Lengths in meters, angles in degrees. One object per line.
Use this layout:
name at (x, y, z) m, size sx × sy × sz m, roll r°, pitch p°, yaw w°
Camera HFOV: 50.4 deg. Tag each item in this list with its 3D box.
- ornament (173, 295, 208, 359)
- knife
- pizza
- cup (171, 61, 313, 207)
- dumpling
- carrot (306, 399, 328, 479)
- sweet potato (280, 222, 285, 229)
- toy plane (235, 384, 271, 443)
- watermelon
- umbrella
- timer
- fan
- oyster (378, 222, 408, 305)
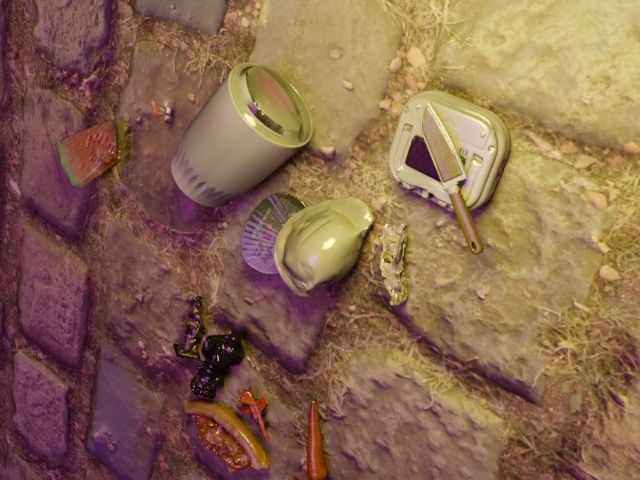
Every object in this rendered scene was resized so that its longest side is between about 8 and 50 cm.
ornament at (-0.404, 0.268, 2.162) m, size 0.081 × 0.088 × 0.203 m, roll 32°, pitch 111°, yaw 63°
knife at (0.286, -0.135, 1.450) m, size 0.061 × 0.027 × 0.343 m, roll -24°, pitch 87°, yaw 39°
pizza at (-0.307, 0.632, 2.176) m, size 0.365 × 0.074 × 0.182 m, roll 36°, pitch 112°, yaw 26°
cup at (-0.212, -0.262, 1.770) m, size 0.371 × 0.253 × 0.253 m, roll -37°, pitch 79°, yaw 41°
dumpling at (0.000, 0.004, 1.746) m, size 0.227 × 0.243 × 0.175 m, roll 43°, pitch 152°, yaw 32°
carrot at (-0.018, 0.584, 1.959) m, size 0.061 × 0.061 × 0.257 m, roll -3°, pitch 96°, yaw 38°
sweet potato at (-0.093, -0.006, 1.868) m, size 0.056 × 0.056 × 0.195 m, roll -2°, pitch 94°, yaw 38°
toy plane at (-0.190, 0.532, 2.080) m, size 0.135 × 0.062 × 0.188 m, roll -30°, pitch 97°, yaw 38°
watermelon at (-0.730, -0.298, 2.240) m, size 0.256 × 0.140 × 0.193 m, roll -30°, pitch 78°, yaw 29°
umbrella at (-0.320, 0.375, 2.099) m, size 0.122 × 0.110 × 0.272 m, roll 46°, pitch 126°, yaw 17°
timer at (0.277, -0.196, 1.512) m, size 0.262 × 0.087 × 0.237 m, roll 30°, pitch 118°, yaw 27°
fan at (-0.099, 0.023, 1.837) m, size 0.223 × 0.012 × 0.294 m, roll -30°, pitch 82°, yaw 9°
oyster at (0.185, 0.050, 1.680) m, size 0.106 × 0.061 × 0.200 m, roll 34°, pitch 119°, yaw 47°
